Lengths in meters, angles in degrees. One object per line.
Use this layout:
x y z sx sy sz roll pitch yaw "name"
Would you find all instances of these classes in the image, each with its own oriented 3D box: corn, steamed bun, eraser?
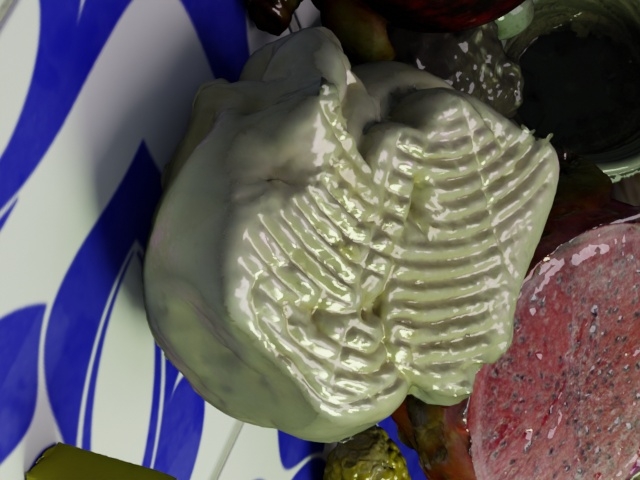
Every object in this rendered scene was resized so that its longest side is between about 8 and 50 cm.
0.049 0.270 1.602 0.097 0.097 0.262 -55 147 -40 "corn"
0.000 0.000 1.219 0.320 0.206 0.275 10 83 -40 "steamed bun"
-0.136 0.200 1.143 0.045 0.097 0.122 -43 140 -48 "eraser"

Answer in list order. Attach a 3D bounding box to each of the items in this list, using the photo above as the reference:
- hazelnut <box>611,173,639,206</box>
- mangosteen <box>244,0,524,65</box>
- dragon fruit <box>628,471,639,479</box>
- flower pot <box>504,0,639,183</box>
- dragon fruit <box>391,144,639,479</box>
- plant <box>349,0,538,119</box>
0.506 -0.111 2.162 0.372 0.315 0.372 5 79 -26 "hazelnut"
0.053 -0.237 1.239 0.265 0.228 0.228 -38 160 13 "mangosteen"
0.264 0.148 1.770 0.329 0.329 0.329 -43 139 -52 "dragon fruit"
0.253 -0.163 1.732 0.140 0.235 0.236 106 -1 -85 "flower pot"
0.146 0.069 1.504 0.314 0.263 0.296 -24 121 -31 "dragon fruit"
0.110 -0.169 1.442 0.274 0.146 0.149 -51 143 -45 "plant"
